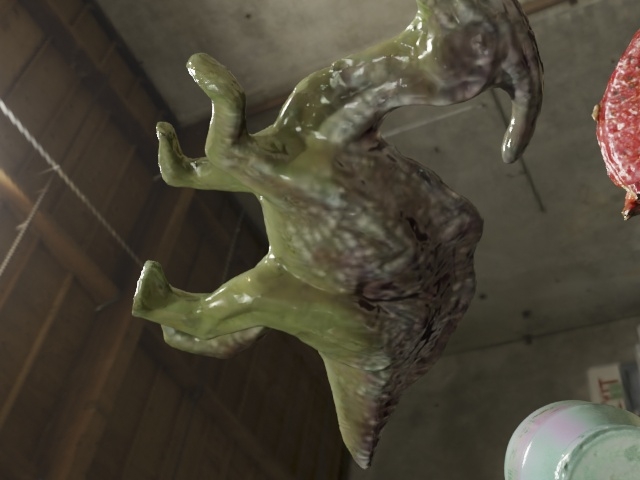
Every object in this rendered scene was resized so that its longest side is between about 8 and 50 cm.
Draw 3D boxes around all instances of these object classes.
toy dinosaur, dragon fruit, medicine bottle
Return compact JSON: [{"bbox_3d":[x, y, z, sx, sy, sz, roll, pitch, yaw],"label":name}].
[{"bbox_3d":[0.000,0.004,0.385,0.294,0.162,0.077,101,177,-48],"label":"toy dinosaur"},{"bbox_3d":[0.388,-0.144,0.852,0.161,0.274,0.126,20,-159,-44],"label":"dragon fruit"},{"bbox_3d":[0.428,0.371,1.251,0.290,0.245,0.245,85,173,-81],"label":"medicine bottle"}]
